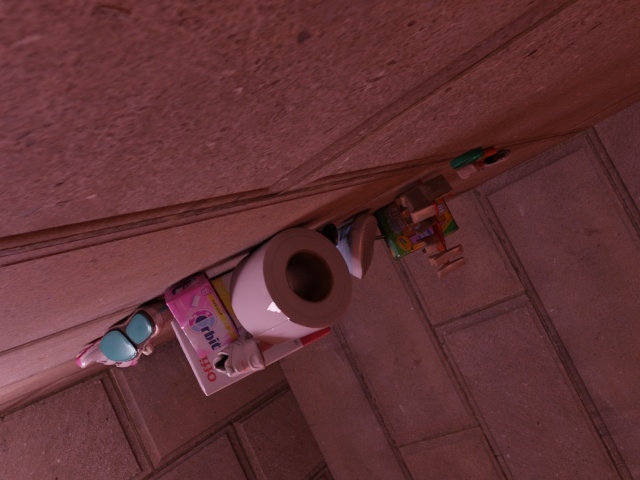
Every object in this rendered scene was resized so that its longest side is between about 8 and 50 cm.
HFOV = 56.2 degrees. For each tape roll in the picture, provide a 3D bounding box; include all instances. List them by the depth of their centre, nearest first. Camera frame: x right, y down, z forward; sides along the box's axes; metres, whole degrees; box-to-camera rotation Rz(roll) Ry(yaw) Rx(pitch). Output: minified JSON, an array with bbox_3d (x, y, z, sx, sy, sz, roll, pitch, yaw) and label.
[{"bbox_3d":[-0.070,0.109,1.423,0.246,0.246,0.169,-22,173,-42],"label":"tape roll"}]

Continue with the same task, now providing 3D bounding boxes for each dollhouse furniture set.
[{"bbox_3d":[0.334,-0.065,1.772,0.135,0.262,0.259,-28,144,2],"label":"dollhouse furniture set"}]

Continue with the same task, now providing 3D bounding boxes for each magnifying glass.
[{"bbox_3d":[0.438,-0.239,1.683,0.092,0.026,0.231,-30,172,40],"label":"magnifying glass"}]

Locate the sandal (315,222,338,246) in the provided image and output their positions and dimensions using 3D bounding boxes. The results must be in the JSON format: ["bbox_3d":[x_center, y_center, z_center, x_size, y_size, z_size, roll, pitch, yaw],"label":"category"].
[{"bbox_3d":[0.000,0.000,1.708,0.040,0.067,0.179,-10,171,-28],"label":"sandal"}]

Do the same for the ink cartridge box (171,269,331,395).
[{"bbox_3d":[-0.208,0.223,1.686,0.385,0.279,0.160,-25,177,-14],"label":"ink cartridge box"}]

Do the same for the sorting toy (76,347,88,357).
[{"bbox_3d":[-0.720,0.342,1.888,0.083,0.012,0.062,-17,165,-45],"label":"sorting toy"}]

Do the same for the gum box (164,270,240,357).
[{"bbox_3d":[-0.281,0.172,1.420,0.107,0.188,0.062,-27,-150,-6],"label":"gum box"}]

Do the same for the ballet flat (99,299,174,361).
[{"bbox_3d":[-0.470,0.236,1.570,0.316,0.107,0.106,-30,-172,43],"label":"ballet flat"}]

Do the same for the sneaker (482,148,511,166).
[{"bbox_3d":[0.576,-0.270,1.957,0.098,0.038,0.069,-28,176,15],"label":"sneaker"}]

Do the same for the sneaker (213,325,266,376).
[{"bbox_3d":[-0.212,0.275,1.474,0.115,0.090,0.232,-22,-174,-13],"label":"sneaker"}]

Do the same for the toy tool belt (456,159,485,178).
[{"bbox_3d":[0.441,-0.222,1.771,0.083,0.052,0.051,-25,-153,24],"label":"toy tool belt"}]

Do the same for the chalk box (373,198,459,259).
[{"bbox_3d":[0.292,-0.045,2.044,0.289,0.179,0.180,-26,175,1],"label":"chalk box"}]

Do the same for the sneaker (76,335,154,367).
[{"bbox_3d":[-0.599,0.330,1.794,0.252,0.111,0.103,-21,173,-42],"label":"sneaker"}]

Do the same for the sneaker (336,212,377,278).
[{"bbox_3d":[0.090,0.013,1.939,0.366,0.150,0.135,90,26,-61],"label":"sneaker"}]
